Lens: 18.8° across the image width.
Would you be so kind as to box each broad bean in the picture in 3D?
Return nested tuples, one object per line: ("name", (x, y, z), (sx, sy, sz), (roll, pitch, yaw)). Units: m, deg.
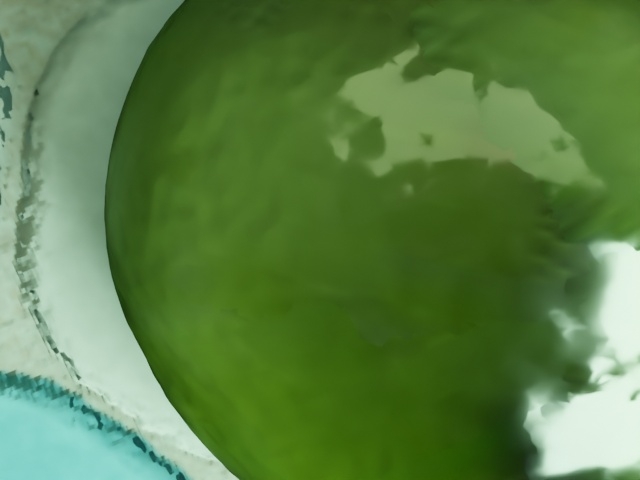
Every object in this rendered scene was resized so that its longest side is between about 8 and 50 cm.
("broad bean", (0.053, 0.016, 0.697), (0.238, 0.119, 0.291), (-27, 111, 17))
